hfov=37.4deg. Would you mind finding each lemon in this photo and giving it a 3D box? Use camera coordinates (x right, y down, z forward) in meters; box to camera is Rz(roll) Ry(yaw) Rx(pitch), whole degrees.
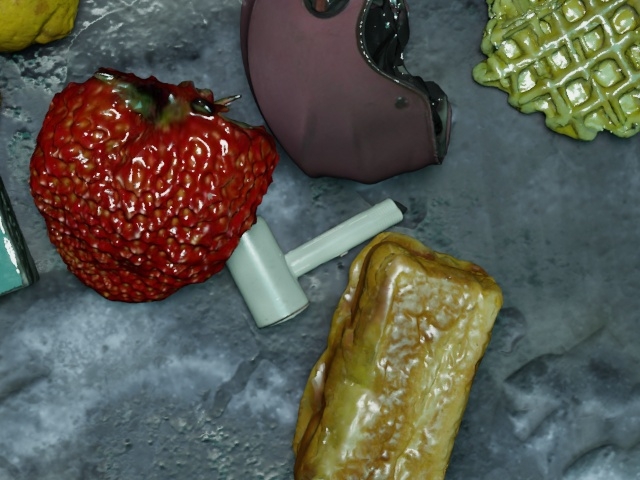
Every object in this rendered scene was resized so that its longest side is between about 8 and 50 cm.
[{"bbox_3d":[-0.368,-0.307,1.063,0.170,0.170,0.207,-35,103,-4],"label":"lemon"}]

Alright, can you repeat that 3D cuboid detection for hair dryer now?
[{"bbox_3d":[0.000,0.000,1.178,0.237,0.073,0.131,-27,95,-7],"label":"hair dryer"}]

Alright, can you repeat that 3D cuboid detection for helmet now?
[{"bbox_3d":[0.012,-0.215,1.081,0.197,0.271,0.338,-25,93,17],"label":"helmet"}]

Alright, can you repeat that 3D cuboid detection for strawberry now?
[{"bbox_3d":[-0.192,-0.056,1.061,0.261,0.261,0.257,19,82,-8],"label":"strawberry"}]

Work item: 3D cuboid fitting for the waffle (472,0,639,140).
[{"bbox_3d":[0.355,-0.283,1.178,0.297,0.073,0.317,18,100,3],"label":"waffle"}]

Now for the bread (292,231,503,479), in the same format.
[{"bbox_3d":[0.088,0.169,1.158,0.195,0.149,0.343,20,92,-8],"label":"bread"}]

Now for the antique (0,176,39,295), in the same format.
[{"bbox_3d":[-0.409,-0.020,1.114,0.086,0.088,0.182,-20,96,-7],"label":"antique"}]
